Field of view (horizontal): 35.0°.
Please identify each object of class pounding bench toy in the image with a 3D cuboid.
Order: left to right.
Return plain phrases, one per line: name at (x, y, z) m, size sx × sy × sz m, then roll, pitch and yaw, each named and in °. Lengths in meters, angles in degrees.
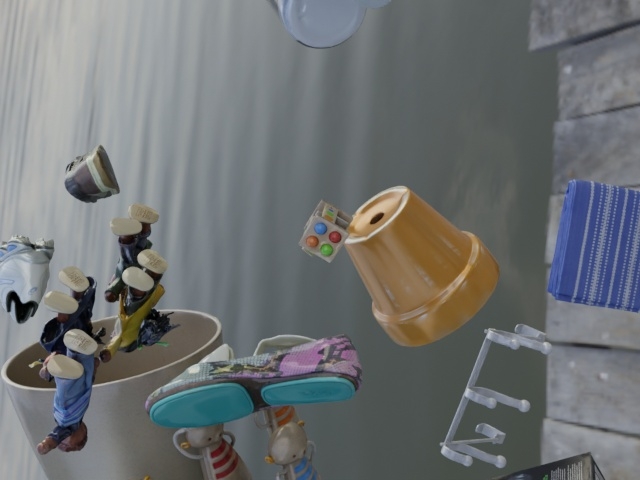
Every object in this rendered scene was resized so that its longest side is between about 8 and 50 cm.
pounding bench toy at (0.000, 0.000, 1.390) m, size 0.083 × 0.052 × 0.065 m, roll -57°, pitch 7°, yaw 26°

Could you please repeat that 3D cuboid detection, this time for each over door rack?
over door rack at (0.337, 0.277, 1.835) m, size 0.108 × 0.324 × 0.239 m, roll 23°, pitch 96°, yaw 22°

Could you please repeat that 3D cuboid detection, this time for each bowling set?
bowling set at (-0.061, 0.258, 1.084) m, size 0.200 × 0.287 × 0.154 m, roll 11°, pitch 134°, yaw 35°

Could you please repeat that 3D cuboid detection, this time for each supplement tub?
supplement tub at (-0.019, -0.345, 1.360) m, size 0.190 × 0.117 × 0.117 m, roll -118°, pitch 42°, yaw -51°

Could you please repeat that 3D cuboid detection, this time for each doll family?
doll family at (-0.158, 0.068, 0.730) m, size 0.193 × 0.076 × 0.111 m, roll -49°, pitch -11°, yaw -42°

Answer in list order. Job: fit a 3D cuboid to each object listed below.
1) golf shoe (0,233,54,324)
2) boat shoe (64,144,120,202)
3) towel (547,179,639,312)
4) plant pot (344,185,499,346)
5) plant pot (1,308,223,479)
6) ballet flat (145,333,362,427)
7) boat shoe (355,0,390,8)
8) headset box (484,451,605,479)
golf shoe at (-0.354, 0.058, 1.160) m, size 0.176 × 0.069 × 0.086 m, roll -35°, pitch 55°, yaw 57°
boat shoe at (-0.235, -0.066, 1.029) m, size 0.152 × 0.049 × 0.056 m, roll 179°, pitch 70°, yaw -82°
towel at (0.624, 0.023, 2.012) m, size 0.040 × 0.336 × 0.243 m, roll 180°, pitch 100°, yaw -78°
plant pot at (0.138, 0.026, 1.553) m, size 0.205 × 0.188 × 0.205 m, roll -34°, pitch 22°, yaw 15°
plant pot at (-0.221, 0.253, 1.209) m, size 0.256 × 0.257 × 0.273 m, roll 19°, pitch 120°, yaw 64°
ballet flat at (-0.068, 0.138, 1.038) m, size 0.076 × 0.222 × 0.079 m, roll 75°, pitch -174°, yaw -47°
boat shoe at (0.009, -0.366, 1.184) m, size 0.078 × 0.219 × 0.070 m, roll -32°, pitch 32°, yaw 19°
headset box at (0.289, 0.454, 1.404) m, size 0.283 × 0.246 × 0.131 m, roll -21°, pitch 25°, yaw 24°
